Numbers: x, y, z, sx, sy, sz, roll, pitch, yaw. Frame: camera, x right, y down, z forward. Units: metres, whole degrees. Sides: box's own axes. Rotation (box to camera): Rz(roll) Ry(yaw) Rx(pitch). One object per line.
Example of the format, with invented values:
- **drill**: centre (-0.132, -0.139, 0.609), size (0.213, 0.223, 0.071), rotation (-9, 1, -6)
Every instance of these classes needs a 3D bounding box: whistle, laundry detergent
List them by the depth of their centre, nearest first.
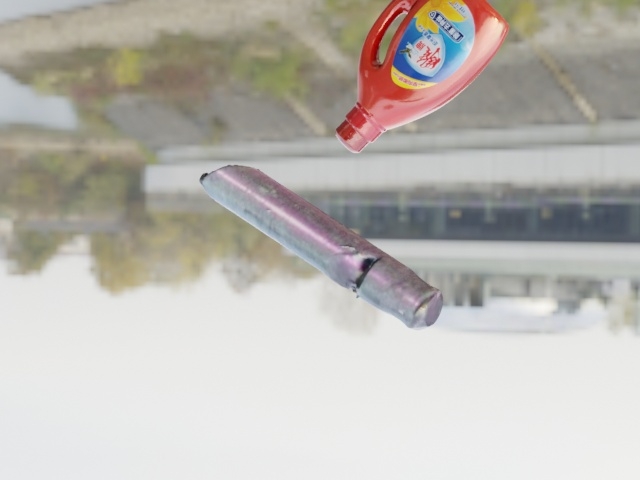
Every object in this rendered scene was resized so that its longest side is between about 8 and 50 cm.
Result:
- **whistle**: centre (0.000, 0.000, 0.986), size (0.176, 0.033, 0.033), rotation (33, -164, 28)
- **laundry detergent**: centre (0.071, -0.143, 1.347), size (0.097, 0.165, 0.049), rotation (47, -172, 20)
